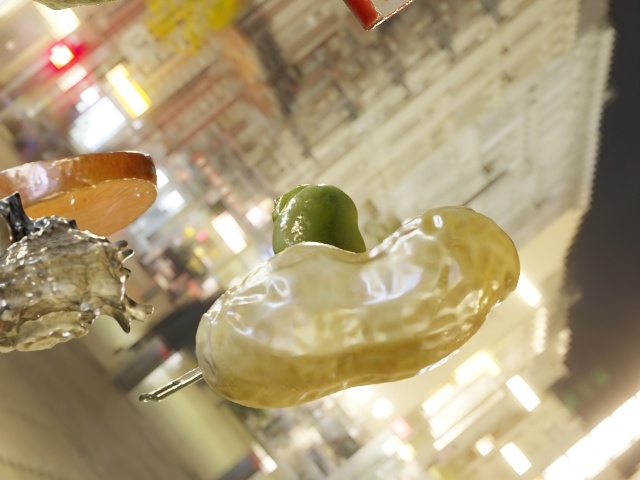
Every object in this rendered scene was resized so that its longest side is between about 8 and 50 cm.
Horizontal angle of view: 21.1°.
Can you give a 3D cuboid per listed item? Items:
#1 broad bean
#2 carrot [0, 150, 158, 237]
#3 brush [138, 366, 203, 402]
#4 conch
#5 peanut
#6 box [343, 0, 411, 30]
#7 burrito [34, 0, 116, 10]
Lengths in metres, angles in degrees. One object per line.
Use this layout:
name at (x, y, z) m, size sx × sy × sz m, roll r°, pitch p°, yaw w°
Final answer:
broad bean at (0.000, 0.000, 2.127) m, size 0.174 × 0.124 × 0.082 m, roll -99°, pitch -157°, yaw -45°
carrot at (-0.372, -0.055, 2.406) m, size 0.258 × 0.307 × 0.100 m, roll 21°, pitch 49°, yaw -73°
brush at (-0.153, 0.169, 2.050) m, size 0.266 × 0.062 × 0.027 m, roll -20°, pitch 104°, yaw -69°
conch at (-0.346, 0.054, 1.912) m, size 0.313 × 0.186 × 0.240 m, roll 13°, pitch 11°, yaw 2°
peanut at (0.034, 0.063, 1.562) m, size 0.147 × 0.306 × 0.147 m, roll -14°, pitch 90°, yaw -86°
box at (0.107, -0.368, 2.166) m, size 0.123 × 0.229 × 0.050 m, roll 54°, pitch -32°, yaw -1°
burrito at (-0.228, -0.320, 1.928) m, size 0.392 × 0.076 × 0.117 m, roll -1°, pitch -35°, yaw 47°
